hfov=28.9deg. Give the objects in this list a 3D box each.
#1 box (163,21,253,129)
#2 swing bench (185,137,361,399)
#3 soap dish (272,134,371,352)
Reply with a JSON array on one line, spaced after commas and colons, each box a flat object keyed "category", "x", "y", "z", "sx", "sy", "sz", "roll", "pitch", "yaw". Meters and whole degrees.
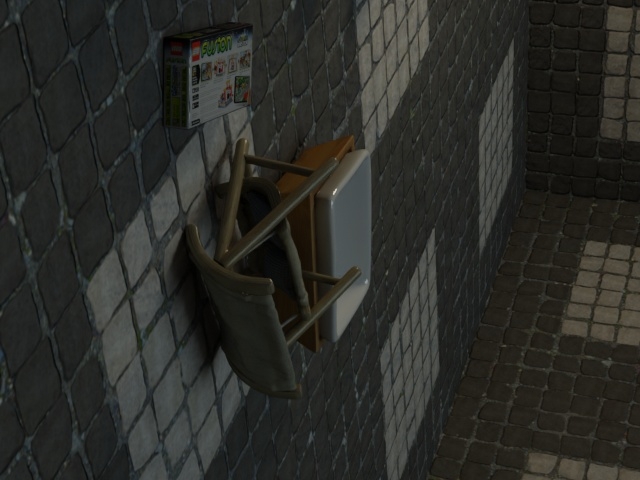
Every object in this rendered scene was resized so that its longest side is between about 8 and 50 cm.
[{"category": "box", "x": -0.142, "y": -0.217, "z": 1.605, "sx": 0.207, "sy": 0.036, "sz": 0.114, "roll": -37, "pitch": 132, "yaw": -66}, {"category": "swing bench", "x": -0.075, "y": 0.042, "z": 1.734, "sx": 0.253, "sy": 0.165, "sz": 0.254, "roll": 79, "pitch": 31, "yaw": -47}, {"category": "soap dish", "x": 0.000, "y": 0.000, "z": 2.014, "sx": 0.229, "sy": 0.118, "sz": 0.290, "roll": -55, "pitch": 148, "yaw": -56}]
